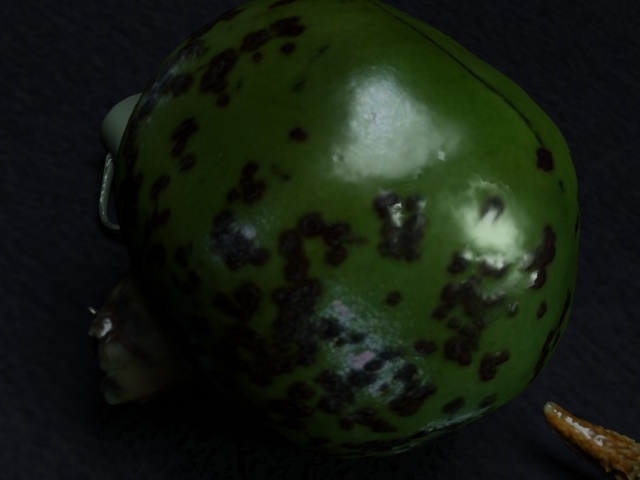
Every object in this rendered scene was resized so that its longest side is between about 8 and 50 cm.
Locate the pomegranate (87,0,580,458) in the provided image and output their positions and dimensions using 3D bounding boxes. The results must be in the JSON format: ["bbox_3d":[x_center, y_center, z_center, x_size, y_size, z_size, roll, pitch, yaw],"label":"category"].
[{"bbox_3d":[0.000,0.000,0.909,0.271,0.254,0.254,-24,55,-4],"label":"pomegranate"}]

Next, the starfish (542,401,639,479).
[{"bbox_3d":[0.257,0.185,0.934,0.302,0.084,0.293,5,48,-11],"label":"starfish"}]

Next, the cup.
[{"bbox_3d":[-0.097,-0.037,1.041,0.083,0.075,0.054,50,13,30],"label":"cup"}]
